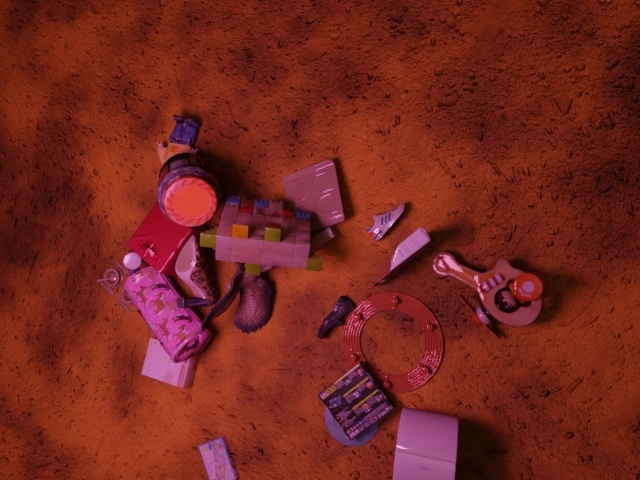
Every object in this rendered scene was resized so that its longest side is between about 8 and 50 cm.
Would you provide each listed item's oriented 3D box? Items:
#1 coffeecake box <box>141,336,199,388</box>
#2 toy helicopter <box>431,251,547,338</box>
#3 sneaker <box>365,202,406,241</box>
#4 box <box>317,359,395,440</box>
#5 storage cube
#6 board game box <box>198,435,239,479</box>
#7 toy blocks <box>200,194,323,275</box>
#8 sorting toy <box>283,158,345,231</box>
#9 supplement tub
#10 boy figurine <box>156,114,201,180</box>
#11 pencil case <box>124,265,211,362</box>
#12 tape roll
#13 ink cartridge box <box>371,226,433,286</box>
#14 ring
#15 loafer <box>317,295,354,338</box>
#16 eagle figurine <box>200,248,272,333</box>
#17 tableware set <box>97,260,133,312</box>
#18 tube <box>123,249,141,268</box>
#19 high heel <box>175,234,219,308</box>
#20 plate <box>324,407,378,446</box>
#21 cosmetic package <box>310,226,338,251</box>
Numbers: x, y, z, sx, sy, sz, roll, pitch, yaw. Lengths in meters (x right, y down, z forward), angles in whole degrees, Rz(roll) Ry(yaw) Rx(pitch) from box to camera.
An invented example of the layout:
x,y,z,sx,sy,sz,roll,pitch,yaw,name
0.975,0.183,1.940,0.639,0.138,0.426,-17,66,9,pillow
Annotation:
x,y,z,sx,sy,sz,roll,pitch,yaw,name
-0.563,0.456,1.754,0.186,0.068,0.142,13,88,17,coffeecake box
0.506,0.152,1.459,0.355,0.140,0.235,29,103,27,toy helicopter
0.218,-0.076,1.573,0.075,0.057,0.161,42,100,9,sneaker
0.118,0.528,1.539,0.191,0.045,0.184,-42,74,12,box
-0.544,0.001,1.711,0.184,0.215,0.193,35,90,16,storage cube
-0.371,0.804,1.695,0.103,0.026,0.154,-25,80,13,board game box
-0.181,-0.038,1.546,0.381,0.261,0.190,7,126,-6,toy blocks
-0.065,-0.135,1.664,0.307,0.041,0.229,-17,75,24,sorting toy
-0.455,-0.176,1.612,0.207,0.338,0.207,-6,113,-16,supplement tub
-0.563,-0.336,1.802,0.177,0.092,0.285,19,88,14,boy figurine
-0.557,0.260,1.697,0.160,0.167,0.386,-27,63,-33,pencil case
0.319,0.640,1.396,0.169,0.246,0.246,5,88,16,tape roll
0.253,0.056,1.485,0.232,0.189,0.066,-35,77,12,ink cartridge box
0.236,0.341,1.552,0.337,0.032,0.336,-1,85,16,ring
0.050,0.273,1.596,0.061,0.062,0.170,35,97,11,loafer
-0.286,0.179,1.638,0.226,0.225,0.298,3,76,0,eagle figurine
-0.799,0.182,1.857,0.194,0.039,0.128,38,97,15,tableware set
-0.703,0.065,1.756,0.070,0.240,0.062,-37,105,-11,tube
-0.425,0.112,1.676,0.093,0.186,0.261,9,92,30,high heel
0.102,0.603,1.575,0.188,0.024,0.188,-1,86,17,plate
0.000,0.000,1.630,0.115,0.060,0.041,-33,79,13,cosmetic package
